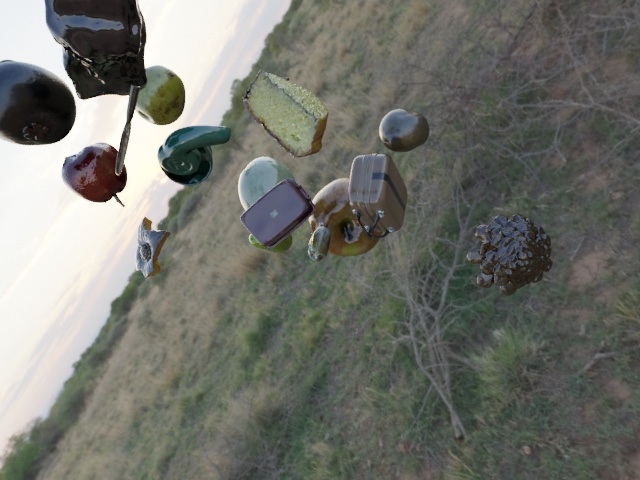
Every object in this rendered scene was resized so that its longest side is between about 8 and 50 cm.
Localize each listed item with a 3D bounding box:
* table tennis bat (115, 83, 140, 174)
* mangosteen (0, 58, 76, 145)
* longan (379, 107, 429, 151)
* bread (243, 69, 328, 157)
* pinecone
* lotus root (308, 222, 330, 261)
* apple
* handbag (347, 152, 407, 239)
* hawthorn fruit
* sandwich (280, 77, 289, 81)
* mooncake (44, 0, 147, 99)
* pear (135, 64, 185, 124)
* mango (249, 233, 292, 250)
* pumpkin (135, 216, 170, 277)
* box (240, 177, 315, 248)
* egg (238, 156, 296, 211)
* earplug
[{"bbox_3d":[-0.501,-0.283,1.082,0.131,0.022,0.235,-123,50,-62],"label":"table tennis bat"},{"bbox_3d":[-0.936,-0.452,1.317,0.275,0.274,0.302,-47,66,34],"label":"mangosteen"},{"bbox_3d":[0.311,-0.407,1.557,0.187,0.167,0.168,3,61,43],"label":"longan"},{"bbox_3d":[-0.067,-0.320,1.072,0.134,0.260,0.129,-23,-29,-51],"label":"bread"},{"bbox_3d":[0.529,0.033,1.180,0.202,0.228,0.203,-92,7,-55],"label":"pinecone"},{"bbox_3d":[0.000,0.000,1.801,0.113,0.088,0.192,113,174,-51],"label":"lotus root"},{"bbox_3d":[0.135,-0.116,2.104,0.400,0.400,0.334,-52,10,22],"label":"apple"},{"bbox_3d":[0.206,-0.135,1.508,0.149,0.302,0.284,5,69,26],"label":"handbag"},{"bbox_3d":[-0.847,-0.236,1.608,0.230,0.266,0.210,-35,4,-16],"label":"hawthorn fruit"},{"bbox_3d":[-0.214,-0.782,2.147,0.074,0.116,0.074,106,156,-66],"label":"sandwich"},{"bbox_3d":[-0.568,-0.570,1.087,0.381,0.211,0.352,-168,69,-69],"label":"mooncake"},{"bbox_3d":[-0.791,-0.710,2.057,0.284,0.283,0.284,-50,20,26],"label":"pear"},{"bbox_3d":[-0.253,-0.007,2.185,0.175,0.293,0.143,8,92,26],"label":"mango"},{"bbox_3d":[-0.816,0.053,1.998,0.258,0.095,0.291,29,111,44],"label":"pumpkin"},{"bbox_3d":[-0.175,-0.108,1.693,0.294,0.193,0.167,-40,2,4],"label":"box"},{"bbox_3d":[-0.255,-0.253,2.000,0.278,0.278,0.337,-44,55,39],"label":"egg"},{"bbox_3d":[-0.389,-0.280,1.269,0.258,0.163,0.280,-55,20,18],"label":"earplug"}]
